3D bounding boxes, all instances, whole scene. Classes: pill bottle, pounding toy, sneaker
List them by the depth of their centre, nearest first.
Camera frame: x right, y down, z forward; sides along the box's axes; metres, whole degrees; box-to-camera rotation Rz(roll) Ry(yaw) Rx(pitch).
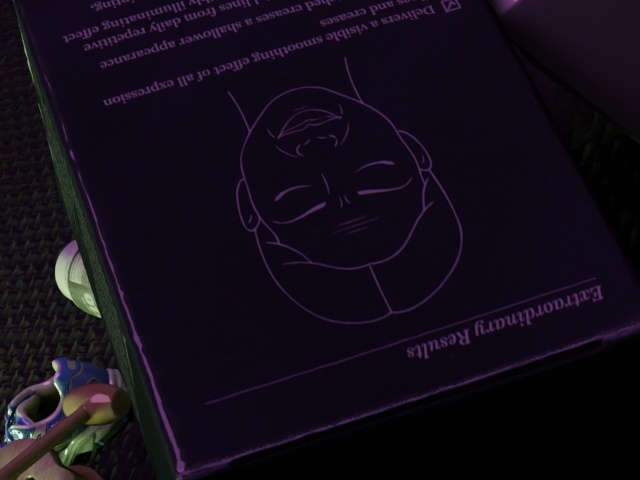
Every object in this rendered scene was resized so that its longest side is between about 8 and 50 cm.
[{"bbox_3d":[-0.266,0.241,1.659,0.154,0.155,0.269,0,62,48],"label":"pounding toy"},{"bbox_3d":[-0.264,0.180,1.779,0.211,0.081,0.080,-46,35,19],"label":"sneaker"},{"bbox_3d":[-0.190,0.037,1.805,0.137,0.078,0.078,14,74,57],"label":"pill bottle"}]

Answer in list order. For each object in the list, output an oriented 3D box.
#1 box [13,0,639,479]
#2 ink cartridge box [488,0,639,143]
[{"bbox_3d":[0.000,0.000,1.254,0.294,0.212,0.395,-17,55,-9],"label":"box"},{"bbox_3d":[0.245,-0.241,1.350,0.270,0.197,0.198,-44,35,20],"label":"ink cartridge box"}]
